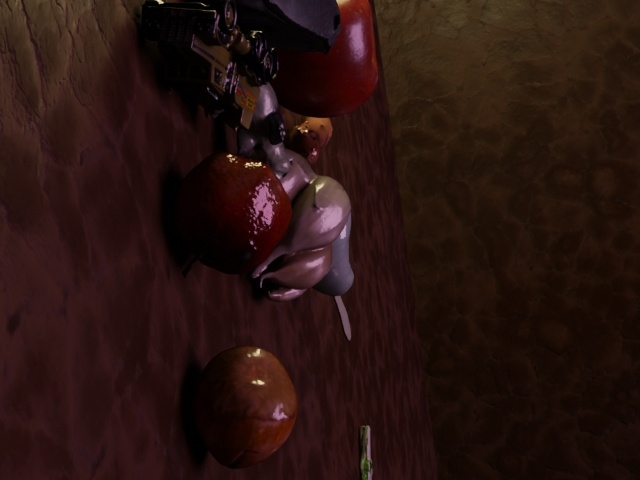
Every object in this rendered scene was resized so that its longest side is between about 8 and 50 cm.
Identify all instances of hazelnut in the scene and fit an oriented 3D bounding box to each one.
[{"bbox_3d":[-0.101,0.225,1.469,0.150,0.150,0.150,-7,90,-79],"label":"hazelnut"}]

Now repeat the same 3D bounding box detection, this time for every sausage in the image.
[{"bbox_3d":[-0.022,-0.209,2.266,0.304,0.078,0.078,-64,145,-72],"label":"sausage"}]

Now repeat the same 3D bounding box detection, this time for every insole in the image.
[{"bbox_3d":[0.050,0.165,2.568,0.197,0.004,0.065,72,16,-45],"label":"insole"}]

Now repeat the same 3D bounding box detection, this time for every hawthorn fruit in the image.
[{"bbox_3d":[-0.128,-0.023,1.474,0.194,0.157,0.157,-59,147,-35],"label":"hawthorn fruit"}]

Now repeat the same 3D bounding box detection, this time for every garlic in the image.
[{"bbox_3d":[-0.063,-0.025,1.869,0.237,0.210,0.292,-63,177,9],"label":"garlic"}]

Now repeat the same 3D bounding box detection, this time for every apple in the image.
[{"bbox_3d":[-0.003,-0.359,2.077,0.260,0.216,0.260,-7,90,-80],"label":"apple"}]

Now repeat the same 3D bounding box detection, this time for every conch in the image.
[{"bbox_3d":[-0.005,-0.001,2.097,0.185,0.120,0.221,-165,-109,-82],"label":"conch"}]

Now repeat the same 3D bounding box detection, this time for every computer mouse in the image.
[{"bbox_3d":[-0.081,-0.391,1.772,0.374,0.203,0.114,14,85,-73],"label":"computer mouse"}]

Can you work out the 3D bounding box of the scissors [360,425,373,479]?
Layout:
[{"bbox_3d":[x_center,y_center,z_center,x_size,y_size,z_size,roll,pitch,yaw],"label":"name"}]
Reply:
[{"bbox_3d":[0.107,0.534,2.582,0.101,0.027,0.204,63,25,-63],"label":"scissors"}]

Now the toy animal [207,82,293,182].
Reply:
[{"bbox_3d":[-0.105,-0.190,1.722,0.225,0.093,0.121,62,14,-4],"label":"toy animal"}]

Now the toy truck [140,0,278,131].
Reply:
[{"bbox_3d":[-0.154,-0.246,1.519,0.257,0.127,0.127,46,53,-71],"label":"toy truck"}]
